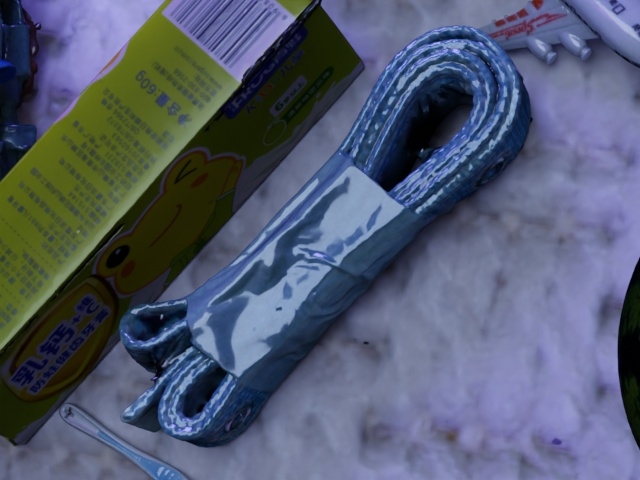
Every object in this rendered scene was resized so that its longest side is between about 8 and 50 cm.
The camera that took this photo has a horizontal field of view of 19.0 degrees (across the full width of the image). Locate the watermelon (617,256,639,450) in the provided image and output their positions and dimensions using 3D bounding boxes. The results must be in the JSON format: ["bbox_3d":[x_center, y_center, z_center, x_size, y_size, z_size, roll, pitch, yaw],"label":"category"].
[{"bbox_3d":[0.279,0.051,0.905,0.269,0.269,0.269,-5,74,16],"label":"watermelon"}]

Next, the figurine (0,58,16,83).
[{"bbox_3d":[-0.231,-0.064,1.103,0.079,0.077,0.136,32,108,48],"label":"figurine"}]

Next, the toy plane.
[{"bbox_3d":[0.148,-0.152,1.091,0.171,0.065,0.162,42,124,10],"label":"toy plane"}]

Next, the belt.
[{"bbox_3d":[0.000,0.000,1.098,0.302,0.072,0.087,-44,77,0],"label":"belt"}]

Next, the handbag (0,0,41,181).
[{"bbox_3d":[-0.310,-0.111,1.207,0.274,0.100,0.269,-3,80,12],"label":"handbag"}]

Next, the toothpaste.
[{"bbox_3d":[-0.115,-0.028,1.120,0.077,0.110,0.327,42,90,21],"label":"toothpaste"}]

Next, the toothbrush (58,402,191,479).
[{"bbox_3d":[-0.092,0.137,1.117,0.162,0.017,0.014,30,85,22],"label":"toothbrush"}]
